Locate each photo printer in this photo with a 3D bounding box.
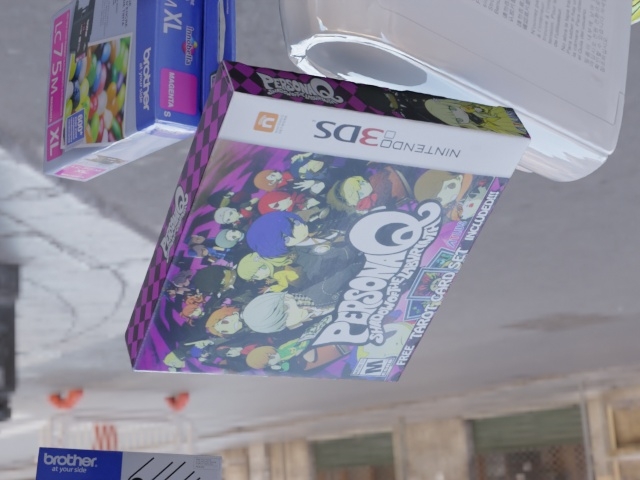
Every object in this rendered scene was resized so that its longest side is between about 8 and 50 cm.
[{"bbox_3d":[0.104,-0.207,0.872,0.308,0.255,0.107,18,162,-35],"label":"photo printer"}]

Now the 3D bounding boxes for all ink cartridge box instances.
[{"bbox_3d":[-0.188,-0.179,1.151,0.065,0.185,0.311,8,167,-38],"label":"ink cartridge box"},{"bbox_3d":[-0.217,0.290,1.300,0.207,0.097,0.046,4,150,-10],"label":"ink cartridge box"}]

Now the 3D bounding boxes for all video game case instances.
[{"bbox_3d":[0.000,0.000,0.770,0.210,0.041,0.232,6,128,-26],"label":"video game case"}]

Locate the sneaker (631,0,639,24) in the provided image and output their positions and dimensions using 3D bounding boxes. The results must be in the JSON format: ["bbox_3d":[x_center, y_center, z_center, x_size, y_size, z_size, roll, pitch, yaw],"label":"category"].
[{"bbox_3d":[0.291,-0.298,1.116,0.147,0.145,0.385,18,157,-13],"label":"sneaker"}]
